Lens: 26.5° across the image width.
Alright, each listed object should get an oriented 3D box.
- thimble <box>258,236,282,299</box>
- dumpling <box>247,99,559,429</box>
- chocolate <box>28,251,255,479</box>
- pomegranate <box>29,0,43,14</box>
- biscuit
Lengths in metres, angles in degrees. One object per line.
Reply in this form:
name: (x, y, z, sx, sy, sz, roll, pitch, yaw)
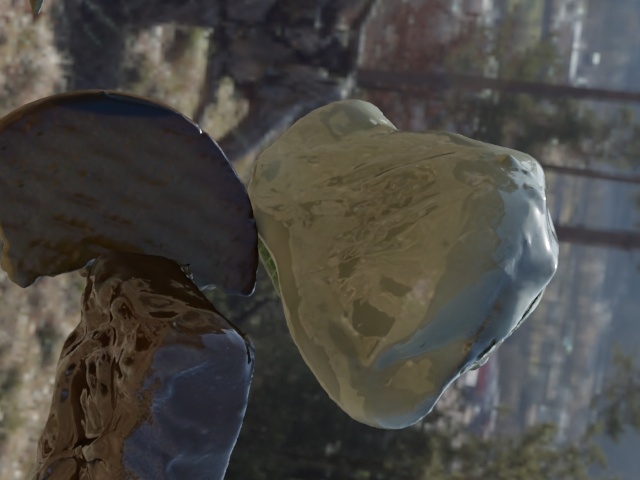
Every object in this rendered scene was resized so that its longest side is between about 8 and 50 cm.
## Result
thimble: (0.000, 0.000, 1.270, 0.090, 0.118, 0.130, 62, 7, 11)
dumpling: (0.060, -0.012, 1.054, 0.187, 0.243, 0.318, -55, 178, 38)
chocolate: (-0.131, 0.126, 0.924, 0.093, 0.148, 0.214, 8, 111, -32)
pomegranate: (-0.323, -0.343, 1.444, 0.224, 0.181, 0.182, 85, 20, -61)
biscuit: (-0.144, -0.018, 0.983, 0.176, 0.031, 0.228, -48, 116, -11)
